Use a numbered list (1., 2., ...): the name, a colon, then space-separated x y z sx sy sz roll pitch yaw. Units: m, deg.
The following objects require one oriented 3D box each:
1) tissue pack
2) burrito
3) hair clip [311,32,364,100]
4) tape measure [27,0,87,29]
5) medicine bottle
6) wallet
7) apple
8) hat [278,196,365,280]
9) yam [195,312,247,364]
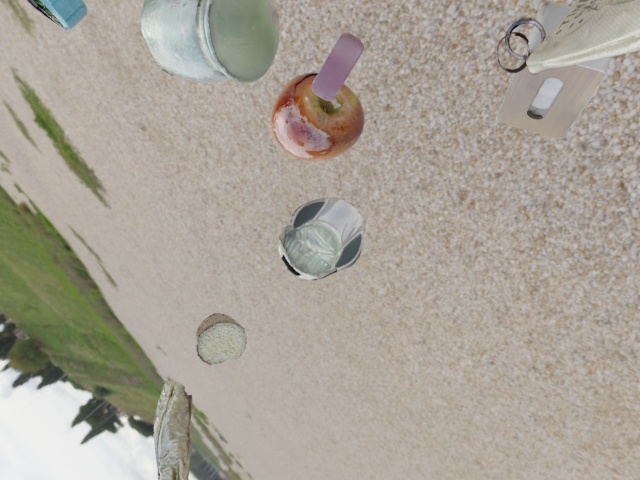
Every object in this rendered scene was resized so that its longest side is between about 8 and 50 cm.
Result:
1. tissue pack: 0.501 -0.356 1.033 0.160 0.136 0.246 21 165 14
2. burrito: -0.232 0.341 0.767 0.063 0.058 0.229 26 -126 -69
3. hair clip: 0.034 -0.346 0.963 0.054 0.022 0.137 34 116 -4
4. tape measure: -0.504 -0.461 0.891 0.125 0.081 0.146 36 170 34
5. medicine bottle: -0.151 -0.298 0.672 0.143 0.147 0.147 14 140 31
6. wallet: 0.373 -0.306 0.500 0.068 0.335 0.275 41 -173 -19
7. apple: -0.012 -0.348 1.377 0.251 0.272 0.206 54 150 -3
8. hat: 0.005 -0.006 1.457 0.232 0.275 0.161 42 -168 -2
9. yam: -0.288 0.274 1.352 0.129 0.128 0.238 26 169 -15
